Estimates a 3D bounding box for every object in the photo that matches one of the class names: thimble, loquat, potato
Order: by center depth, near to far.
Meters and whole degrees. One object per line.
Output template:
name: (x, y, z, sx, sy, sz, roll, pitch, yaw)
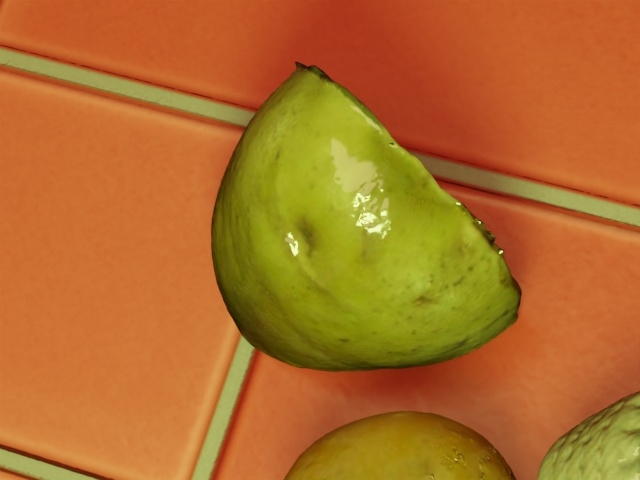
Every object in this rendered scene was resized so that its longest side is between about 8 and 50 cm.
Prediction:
thimble: (0.294, 0.232, 1.712, 0.150, 0.219, 0.219, -34, 61, 47)
loquat: (0.072, 0.262, 1.736, 0.235, 0.235, 0.235, -3, 72, 11)
potato: (0.000, 0.000, 1.810, 0.213, 0.280, 0.330, -45, 71, -6)
